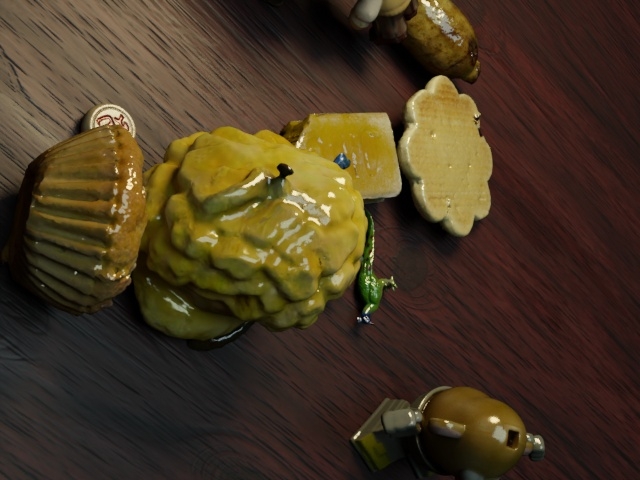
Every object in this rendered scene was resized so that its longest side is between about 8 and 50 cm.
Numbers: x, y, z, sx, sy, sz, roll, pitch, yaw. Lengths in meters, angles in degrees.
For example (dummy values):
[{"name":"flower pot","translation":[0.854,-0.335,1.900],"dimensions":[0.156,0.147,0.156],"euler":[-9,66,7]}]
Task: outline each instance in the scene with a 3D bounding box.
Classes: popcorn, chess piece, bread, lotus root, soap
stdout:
[{"name":"popcorn","translation":[-0.115,0.013,1.389],"dimensions":[0.349,0.382,0.349],"euler":[14,32,-9]},{"name":"chess piece","translation":[-0.322,-0.166,1.429],"dimensions":[0.083,0.038,0.084],"euler":[9,75,-38]},{"name":"bread","translation":[0.243,-0.159,1.821],"dimensions":[0.316,0.054,0.316],"euler":[12,75,-48]},{"name":"lotus root","translation":[0.228,-0.401,1.837],"dimensions":[0.260,0.128,0.145],"euler":[45,21,-23]},{"name":"soap","translation":[0.017,-0.140,1.653],"dimensions":[0.257,0.080,0.160],"euler":[-8,86,-38]},{"name":"bread","translation":[-0.326,-0.030,1.258],"dimensions":[0.149,0.274,0.274],"euler":[11,74,-26]}]

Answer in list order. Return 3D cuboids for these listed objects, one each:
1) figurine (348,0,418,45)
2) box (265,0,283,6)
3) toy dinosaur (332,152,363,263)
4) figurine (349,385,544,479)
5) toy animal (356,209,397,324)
[{"name":"figurine","translation":[0.079,-0.503,1.588],"dimensions":[0.206,0.365,0.218],"euler":[34,72,15]},{"name":"box","translation":[-0.124,-0.550,1.598],"dimensions":[0.273,0.143,0.184],"euler":[24,67,-30]},{"name":"toy dinosaur","translation":[0.000,0.000,1.569],"dimensions":[0.248,0.075,0.188],"euler":[-50,139,-17]},{"name":"figurine","translation":[0.220,0.328,1.577],"dimensions":[0.342,0.285,0.167],"euler":[-7,83,-40]},{"name":"toy animal","translation":[0.102,0.053,1.704],"dimensions":[0.075,0.041,0.217],"euler":[19,64,-31]}]
